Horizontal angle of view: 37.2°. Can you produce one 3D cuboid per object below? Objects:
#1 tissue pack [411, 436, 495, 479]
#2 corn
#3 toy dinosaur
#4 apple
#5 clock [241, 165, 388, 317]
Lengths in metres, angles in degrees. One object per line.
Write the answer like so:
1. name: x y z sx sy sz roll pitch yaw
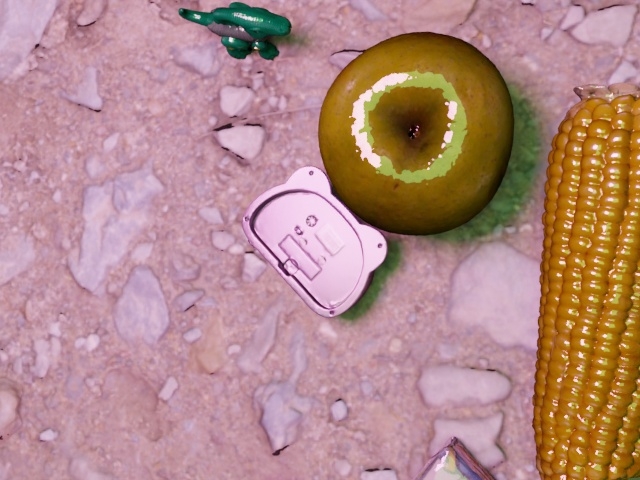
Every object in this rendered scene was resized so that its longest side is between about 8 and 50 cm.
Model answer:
1. tissue pack: 0.145 0.291 0.940 0.155 0.065 0.115 45 99 13
2. corn: 0.273 0.048 0.884 0.144 0.144 0.387 1 91 15
3. toy dinosaur: -0.088 -0.232 1.014 0.132 0.096 0.059 12 89 12
4. apple: 0.094 -0.102 0.927 0.197 0.157 0.196 -1 88 15
5. clock: 0.000 0.000 1.001 0.110 0.050 0.152 -44 78 9
